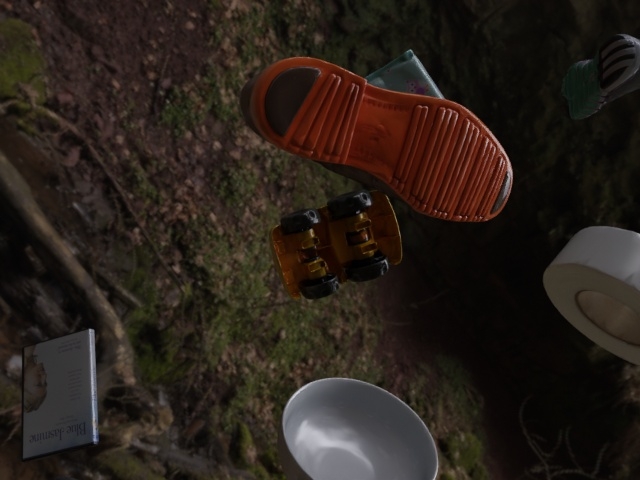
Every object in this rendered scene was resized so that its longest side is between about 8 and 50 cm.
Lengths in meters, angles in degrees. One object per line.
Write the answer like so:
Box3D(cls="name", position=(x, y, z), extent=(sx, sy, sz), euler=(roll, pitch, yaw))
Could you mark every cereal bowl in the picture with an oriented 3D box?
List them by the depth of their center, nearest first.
Box3D(cls="cereal bowl", position=(0.066, 0.459, 1.229), extent=(0.339, 0.141, 0.339), euler=(13, 27, -7))

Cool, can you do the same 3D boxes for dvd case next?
Box3D(cls="dvd case", position=(-0.567, 0.332, 1.254), extent=(0.022, 0.180, 0.253), euler=(49, 26, -65))

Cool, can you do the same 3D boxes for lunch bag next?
Box3D(cls="lunch bag", position=(0.173, -0.200, 1.107), extent=(0.223, 0.160, 0.262), euler=(59, 4, 8))

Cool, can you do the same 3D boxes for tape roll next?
Box3D(cls="tape roll", position=(0.554, 0.108, 1.047), extent=(0.286, 0.100, 0.286), euler=(41, -14, 12))

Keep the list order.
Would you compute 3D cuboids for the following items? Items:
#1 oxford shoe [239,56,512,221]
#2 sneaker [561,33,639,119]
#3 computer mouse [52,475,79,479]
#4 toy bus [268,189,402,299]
Box3D(cls="oxford shoe", position=(0.076, -0.120, 0.698), extent=(0.364, 0.130, 0.133), euler=(21, 4, -25))
Box3D(cls="sneaker", position=(0.410, -0.217, 0.799), extent=(0.224, 0.098, 0.083), euler=(-24, 113, -86))
Box3D(cls="computer mouse", position=(-0.593, 0.720, 1.523), extent=(0.262, 0.060, 0.184), euler=(52, 1, 24))
Box3D(cls="toy bus", position=(0.000, 0.000, 1.035), extent=(0.211, 0.220, 0.149), euler=(12, -61, 67))
